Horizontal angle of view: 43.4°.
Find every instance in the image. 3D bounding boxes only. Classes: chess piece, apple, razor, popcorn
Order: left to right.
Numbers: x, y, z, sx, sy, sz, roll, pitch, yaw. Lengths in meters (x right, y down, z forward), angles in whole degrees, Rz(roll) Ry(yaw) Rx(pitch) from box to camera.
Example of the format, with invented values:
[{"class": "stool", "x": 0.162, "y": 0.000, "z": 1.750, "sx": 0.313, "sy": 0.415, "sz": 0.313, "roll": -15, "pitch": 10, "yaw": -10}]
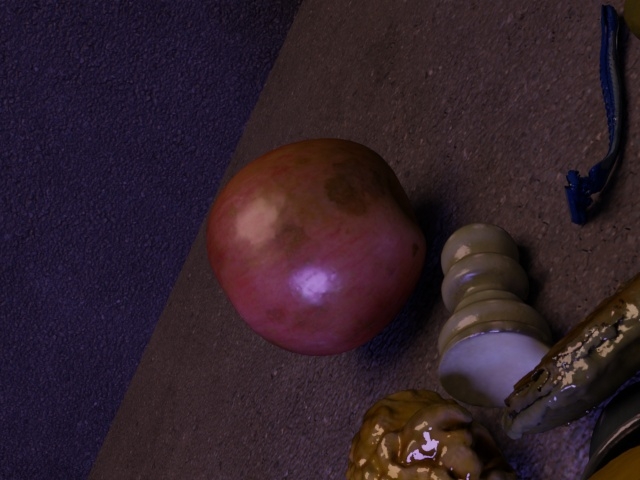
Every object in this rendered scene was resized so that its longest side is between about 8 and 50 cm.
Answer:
[{"class": "apple", "x": 0.000, "y": 0.000, "z": 1.330, "sx": 0.364, "sy": 0.363, "sz": 0.364, "roll": -49, "pitch": 29, "yaw": 38}, {"class": "popcorn", "x": 0.123, "y": 0.274, "z": 0.963, "sx": 0.226, "sy": 0.200, "sz": 0.203, "roll": -38, "pitch": -26, "yaw": -41}, {"class": "chess piece", "x": 0.220, "y": 0.076, "z": 1.052, "sx": 0.144, "sy": 0.144, "sz": 0.251, "roll": -51, "pitch": 21, "yaw": 34}, {"class": "razor", "x": 0.371, "y": -0.180, "z": 1.049, "sx": 0.056, "sy": 0.093, "sz": 0.324, "roll": 6, "pitch": 64, "yaw": 25}]

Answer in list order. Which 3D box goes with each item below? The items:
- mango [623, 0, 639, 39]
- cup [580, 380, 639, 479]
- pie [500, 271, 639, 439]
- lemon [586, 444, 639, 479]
[{"class": "mango", "x": 0.439, "y": -0.292, "z": 0.944, "sx": 0.191, "sy": 0.085, "sz": 0.122, "roll": 2, "pitch": 67, "yaw": 68}, {"class": "cup", "x": 0.311, "y": 0.190, "z": 0.695, "sx": 0.199, "sy": 0.199, "sz": 0.150, "roll": -59, "pitch": 2, "yaw": 18}, {"class": "pie", "x": 0.284, "y": 0.094, "z": 0.771, "sx": 0.306, "sy": 0.071, "sz": 0.306, "roll": -39, "pitch": -17, "yaw": -15}, {"class": "lemon", "x": 0.273, "y": 0.272, "z": 0.474, "sx": 0.348, "sy": 0.348, "sz": 0.348, "roll": -49, "pitch": 29, "yaw": 38}]
